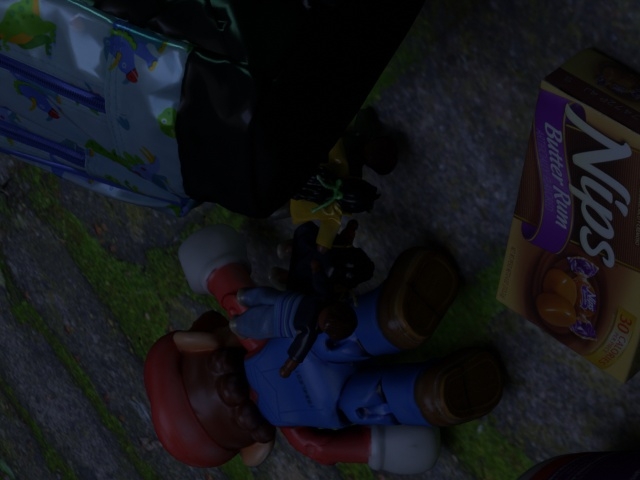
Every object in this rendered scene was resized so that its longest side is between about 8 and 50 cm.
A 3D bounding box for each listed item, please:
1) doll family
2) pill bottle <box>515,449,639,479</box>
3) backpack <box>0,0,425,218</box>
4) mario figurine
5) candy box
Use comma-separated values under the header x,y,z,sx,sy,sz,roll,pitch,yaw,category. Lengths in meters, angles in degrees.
x,y,z,sx,sy,sz,roll,pitch,yaw,category
0.000,0.000,1.136,0.111,0.076,0.193,4,88,44,doll family
0.256,0.214,0.987,0.323,0.181,0.181,-13,108,53,pill bottle
-0.131,-0.164,0.989,0.356,0.290,0.273,26,142,9,backpack
-0.005,0.083,1.279,0.321,0.170,0.198,-13,71,42,mario figurine
0.178,-0.013,1.009,0.109,0.053,0.186,35,141,27,candy box
